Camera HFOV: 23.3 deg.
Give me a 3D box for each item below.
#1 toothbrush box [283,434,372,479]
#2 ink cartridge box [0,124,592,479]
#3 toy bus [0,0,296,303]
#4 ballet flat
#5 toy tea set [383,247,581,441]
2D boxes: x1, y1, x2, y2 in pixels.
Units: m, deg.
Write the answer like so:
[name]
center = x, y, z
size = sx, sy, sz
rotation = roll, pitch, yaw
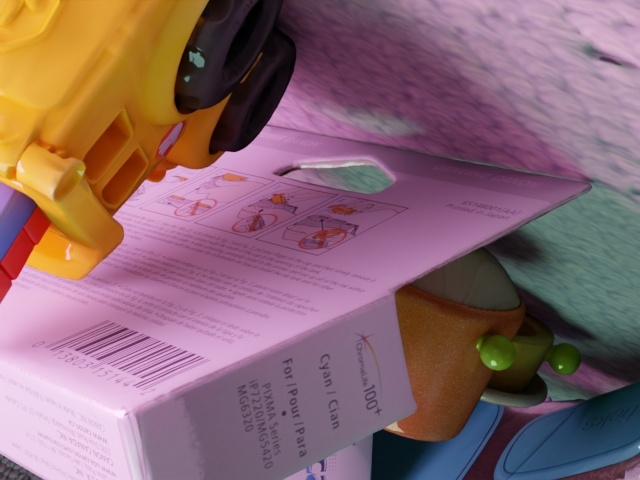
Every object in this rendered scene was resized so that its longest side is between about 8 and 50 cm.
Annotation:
[toothbrush box]
center = -0.074, 0.144, 1.142
size = 0.126, 0.216, 0.295
rotation = -2, -169, -23
[ink cartridge box]
center = -0.055, 0.024, 0.767
size = 0.296, 0.261, 0.066
rotation = 15, 122, 52
[toy bus]
center = -0.121, -0.052, 0.691
size = 0.149, 0.211, 0.220
rotation = 27, 169, 9
[ballet flat]
center = 0.142, 0.176, 1.015
size = 0.147, 0.147, 0.409
rotation = 34, 158, -19
[toy tea set]
center = 0.000, 0.000, 0.950
size = 0.336, 0.124, 0.200
rotation = 23, -164, 16
